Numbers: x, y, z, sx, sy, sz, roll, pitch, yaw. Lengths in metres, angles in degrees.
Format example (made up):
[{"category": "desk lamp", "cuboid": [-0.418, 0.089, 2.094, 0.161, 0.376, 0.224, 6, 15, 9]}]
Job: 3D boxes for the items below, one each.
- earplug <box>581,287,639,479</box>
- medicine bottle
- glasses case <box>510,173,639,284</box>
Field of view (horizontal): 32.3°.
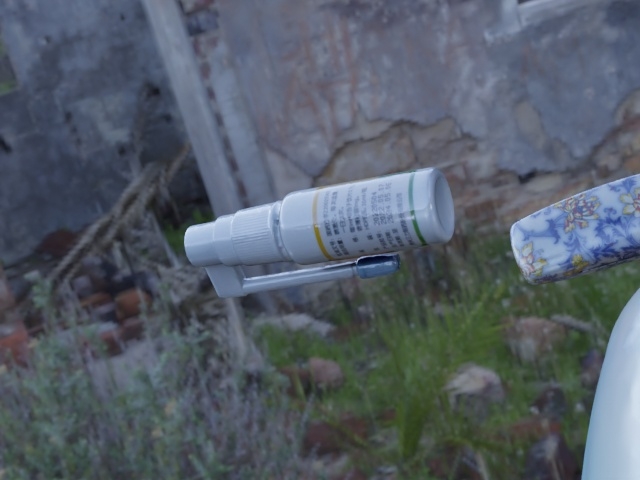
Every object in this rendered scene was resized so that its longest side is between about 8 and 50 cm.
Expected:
[{"category": "earplug", "cuboid": [0.164, 0.153, 0.355, 0.185, 0.323, 0.185, -3, -29, -2]}, {"category": "medicine bottle", "cuboid": [0.000, 0.000, 0.893, 0.221, 0.092, 0.061, -9, 36, 23]}, {"category": "glasses case", "cuboid": [0.335, -0.020, 1.222, 0.248, 0.086, 0.065, -17, -19, 12]}]
